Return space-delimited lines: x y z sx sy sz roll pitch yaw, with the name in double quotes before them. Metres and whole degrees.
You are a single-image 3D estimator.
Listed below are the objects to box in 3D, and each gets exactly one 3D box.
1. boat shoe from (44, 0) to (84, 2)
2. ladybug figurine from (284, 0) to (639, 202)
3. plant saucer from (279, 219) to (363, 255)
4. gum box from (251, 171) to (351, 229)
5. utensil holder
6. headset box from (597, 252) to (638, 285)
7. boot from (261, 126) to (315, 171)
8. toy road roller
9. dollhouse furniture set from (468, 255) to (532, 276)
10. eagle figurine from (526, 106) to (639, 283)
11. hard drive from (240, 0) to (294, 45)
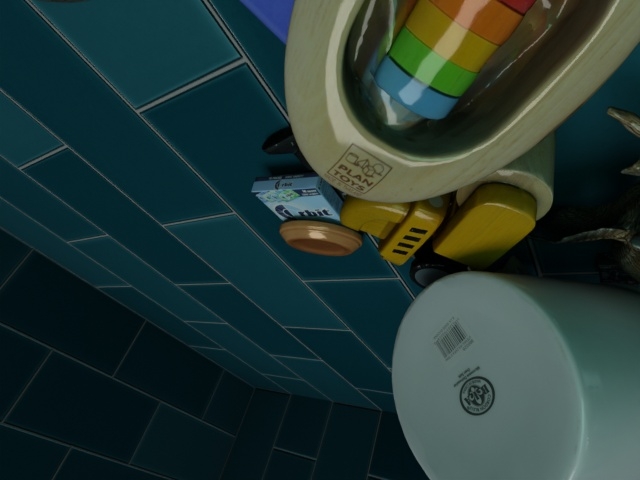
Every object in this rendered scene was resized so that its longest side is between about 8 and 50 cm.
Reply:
"boat shoe" -0.323 -0.411 0.536 0.320 0.118 0.103 -5 104 39
"ladybug figurine" 0.132 -0.224 0.421 0.305 0.162 0.449 28 131 -15
"plant saucer" 0.000 0.000 0.958 0.200 0.037 0.200 8 166 2
"gum box" -0.033 -0.077 0.888 0.157 0.041 0.184 1 154 29
"utensil holder" 0.353 0.215 0.618 0.385 0.328 0.327 8 156 -29
"headset box" 0.570 0.054 0.780 0.062 0.032 0.083 -6 138 35
"boot" -0.043 -0.171 0.788 0.121 0.045 0.099 -10 143 42
"toy road roller" 0.175 -0.076 0.650 0.240 0.203 0.329 22 150 -1
"dollhouse furniture set" 0.328 0.064 0.879 0.184 0.129 0.129 50 145 0
"eagle figurine" 0.432 -0.024 0.584 0.225 0.226 0.298 -18 158 -14
"hard drive" 0.001 -0.335 0.514 0.318 0.040 0.210 37 145 -23
